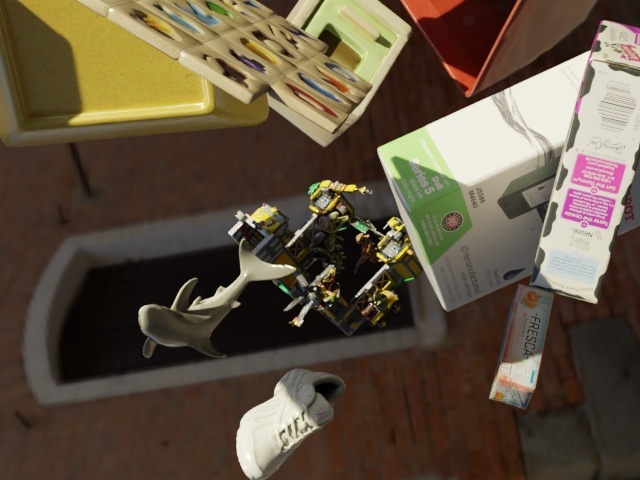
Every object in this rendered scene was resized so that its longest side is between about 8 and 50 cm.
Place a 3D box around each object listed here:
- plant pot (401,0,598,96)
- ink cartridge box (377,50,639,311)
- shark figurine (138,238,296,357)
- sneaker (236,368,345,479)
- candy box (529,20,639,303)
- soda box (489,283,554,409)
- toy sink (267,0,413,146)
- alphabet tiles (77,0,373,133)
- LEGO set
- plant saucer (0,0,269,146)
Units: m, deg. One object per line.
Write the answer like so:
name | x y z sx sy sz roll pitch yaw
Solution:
plant pot | 0.283 -0.413 1.793 0.267 0.235 0.267 60 152 22
ink cartridge box | 0.228 -0.065 1.412 0.198 0.272 0.115 65 -179 -48
shark figurine | -0.167 0.125 1.910 0.116 0.278 0.166 39 133 23
sneaker | -0.040 0.271 1.874 0.090 0.115 0.232 56 -136 -21
candy box | 0.269 -0.079 1.191 0.159 0.071 0.233 -54 -24 -63
soda box | 0.302 0.158 1.841 0.063 0.058 0.183 100 -172 -52
toy sink | 0.025 -0.280 1.739 0.234 0.152 0.131 -58 12 -29
alphabet tiles | -0.092 -0.180 0.987 0.011 0.285 0.342 -58 0 17
LEGO set | 0.000 0.000 2.111 0.192 0.255 0.331 50 179 -41
plant saucer | -0.243 -0.253 1.379 0.081 0.332 0.333 -87 -9 -62
